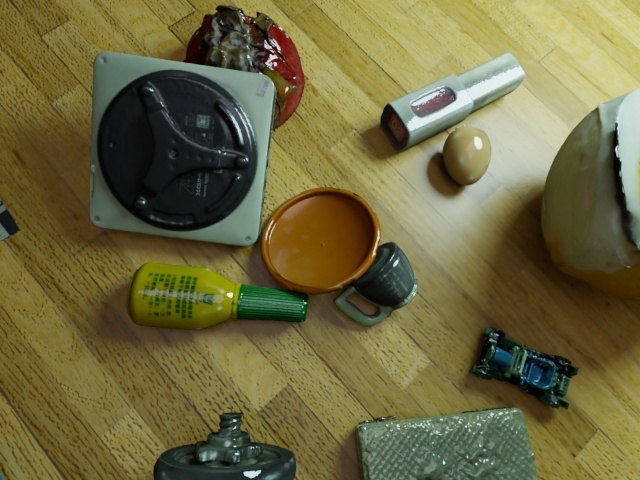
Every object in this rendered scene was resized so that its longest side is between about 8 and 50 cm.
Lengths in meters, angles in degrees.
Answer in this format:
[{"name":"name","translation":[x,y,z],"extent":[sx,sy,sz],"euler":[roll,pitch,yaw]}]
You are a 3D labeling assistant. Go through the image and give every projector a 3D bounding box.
[{"name":"projector","translation":[-0.209,-0.131,0.640],"extent":[0.260,0.079,0.256],"euler":[7,101,-3]}]

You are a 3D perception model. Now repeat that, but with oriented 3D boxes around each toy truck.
[{"name":"toy truck","translation":[0.316,0.192,0.640],"extent":[0.155,0.078,0.080],"euler":[23,76,2]}]

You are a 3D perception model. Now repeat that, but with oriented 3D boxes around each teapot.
[{"name":"teapot","translation":[0.095,0.070,0.664],"extent":[0.090,0.124,0.092],"euler":[47,33,-12]}]

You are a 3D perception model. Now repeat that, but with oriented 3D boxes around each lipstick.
[{"name":"lipstick","translation":[0.234,-0.246,0.748],"extent":[0.253,0.077,0.078],"euler":[-27,79,-11]}]

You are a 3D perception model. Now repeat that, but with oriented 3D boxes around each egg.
[{"name":"egg","translation":[0.247,-0.142,0.720],"extent":[0.080,0.080,0.096],"euler":[12,78,-1]},{"name":"egg","translation":[0.455,-0.053,0.649],"extent":[0.338,0.201,0.336],"euler":[7,77,-29]}]

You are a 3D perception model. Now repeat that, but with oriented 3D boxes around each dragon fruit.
[{"name":"dragon fruit","translation":[-0.133,-0.297,0.697],"extent":[0.224,0.148,0.218],"euler":[-35,81,-11]}]

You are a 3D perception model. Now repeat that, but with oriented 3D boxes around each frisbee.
[{"name":"frisbee","translation":[0.000,0.000,0.673],"extent":[0.192,0.035,0.191],"euler":[-6,59,10]}]

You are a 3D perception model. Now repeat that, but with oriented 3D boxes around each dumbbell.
[{"name":"dumbbell","translation":[-0.121,0.419,0.499],"extent":[0.180,0.179,0.405],"euler":[3,74,-3]}]

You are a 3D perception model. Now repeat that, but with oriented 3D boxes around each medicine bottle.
[{"name":"medicine bottle","translation":[-0.150,0.090,0.639],"extent":[0.261,0.064,0.094],"euler":[5,77,-2]}]

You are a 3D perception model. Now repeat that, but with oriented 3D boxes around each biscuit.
[{"name":"biscuit","translation":[0.181,0.327,0.608],"extent":[0.253,0.052,0.150],"euler":[-3,76,-4]}]

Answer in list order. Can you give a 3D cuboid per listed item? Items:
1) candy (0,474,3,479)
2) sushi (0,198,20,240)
[{"name":"candy","translation":[-0.563,0.381,0.486],"extent":[0.306,0.157,0.100],"euler":[-31,80,-11]},{"name":"sushi","translation":[-0.612,-0.053,0.651],"extent":[0.192,0.050,0.215],"euler":[-36,81,-12]}]
